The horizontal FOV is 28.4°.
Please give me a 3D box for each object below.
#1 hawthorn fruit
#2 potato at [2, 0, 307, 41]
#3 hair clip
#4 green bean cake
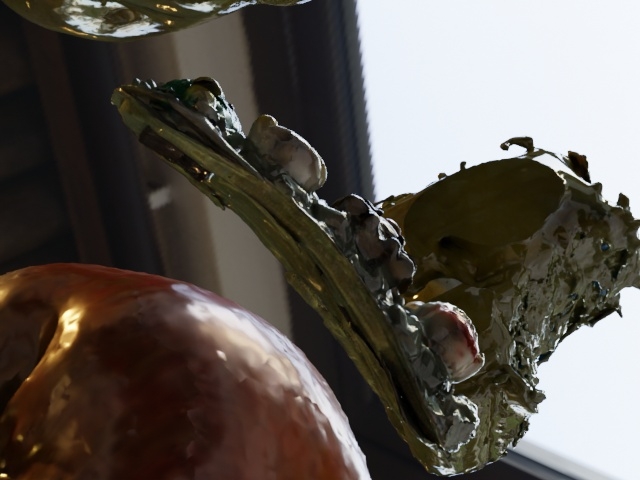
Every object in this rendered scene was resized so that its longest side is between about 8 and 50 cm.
[{"bbox_3d":[-0.086,0.123,0.569,0.263,0.231,0.235,-12,-49,-60],"label":"hawthorn fruit"},{"bbox_3d":[-0.107,-0.256,0.899,0.202,0.351,0.218,25,-109,-55],"label":"potato"},{"bbox_3d":[0.001,-0.002,0.839,0.091,0.138,0.321,-42,-82,-6],"label":"hair clip"},{"bbox_3d":[0.175,0.044,1.220,0.310,0.285,0.202,-25,-43,-9],"label":"green bean cake"}]
